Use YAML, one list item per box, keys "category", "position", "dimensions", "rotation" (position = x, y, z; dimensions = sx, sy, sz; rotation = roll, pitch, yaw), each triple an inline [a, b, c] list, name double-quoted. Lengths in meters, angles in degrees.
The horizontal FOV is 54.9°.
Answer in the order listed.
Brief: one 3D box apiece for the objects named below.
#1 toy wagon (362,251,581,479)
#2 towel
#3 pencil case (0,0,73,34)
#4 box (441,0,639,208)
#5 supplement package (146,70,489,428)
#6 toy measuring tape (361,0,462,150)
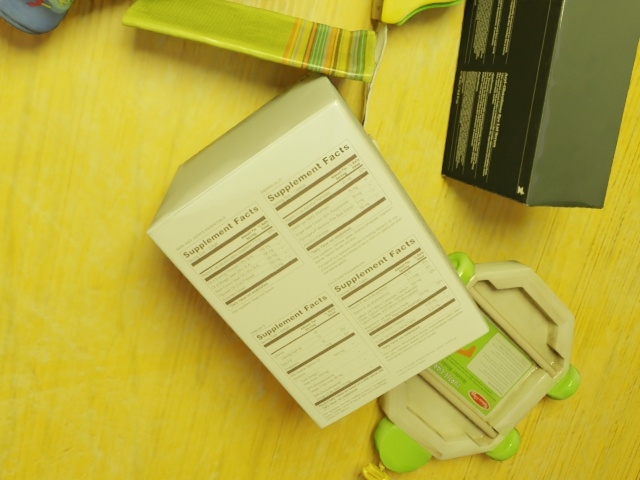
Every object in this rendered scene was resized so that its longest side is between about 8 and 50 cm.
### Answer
- category: "toy wagon"
  position: [0.180, 0.187, 0.820]
  dimensions: [0.344, 0.068, 0.267]
  rotation: [-47, 111, 2]
- category: "towel"
  position: [-0.061, -0.206, 0.602]
  dimensions: [0.237, 0.102, 0.021]
  rotation: [12, 127, -6]
- category: "pencil case"
  position: [-0.151, -0.282, 0.536]
  dimensions: [0.306, 0.133, 0.119]
  rotation: [-18, 84, 6]
- category: "box"
  position: [0.233, -0.181, 0.668]
  dimensions: [0.103, 0.184, 0.261]
  rotation: [2, 105, -15]
- category: "supplement package"
  position: [0.000, 0.000, 0.629]
  dimensions: [0.198, 0.199, 0.263]
  rotation: [-33, 112, 10]
- category: "toy measuring tape"
  position: [0.115, -0.245, 0.662]
  dimensions: [0.121, 0.121, 0.330]
  rotation: [1, 114, -16]
